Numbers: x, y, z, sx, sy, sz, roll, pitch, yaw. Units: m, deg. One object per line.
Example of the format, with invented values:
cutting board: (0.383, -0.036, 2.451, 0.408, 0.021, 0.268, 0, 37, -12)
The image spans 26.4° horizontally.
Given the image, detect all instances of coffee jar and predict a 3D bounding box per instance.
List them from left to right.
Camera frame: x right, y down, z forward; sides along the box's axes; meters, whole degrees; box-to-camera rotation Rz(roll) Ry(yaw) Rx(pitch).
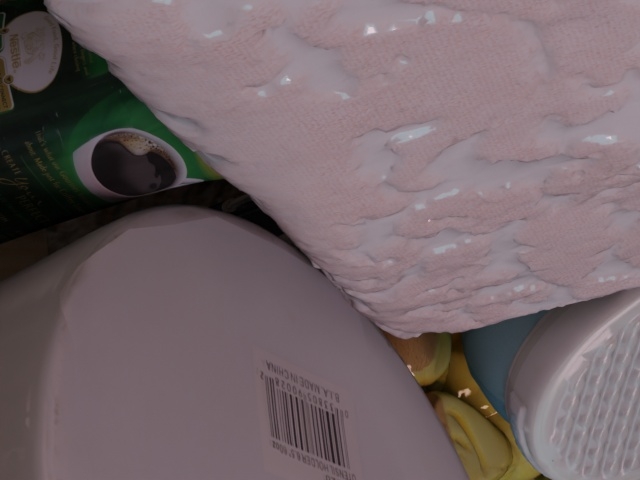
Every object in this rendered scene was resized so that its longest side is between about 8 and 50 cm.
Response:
coffee jar: (-0.091, -0.055, 0.526, 0.184, 0.079, 0.096, -15, 152, 7)

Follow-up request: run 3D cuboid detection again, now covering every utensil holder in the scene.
utensil holder: (-0.147, 0.203, 0.593, 0.385, 0.327, 0.327, -28, 151, 26)

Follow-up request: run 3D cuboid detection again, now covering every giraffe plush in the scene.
giraffe plush: (0.046, 0.093, 0.810, 0.170, 0.181, 0.210, -17, 140, 37)

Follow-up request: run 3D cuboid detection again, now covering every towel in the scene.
towel: (0.120, -0.056, 0.443, 0.317, 0.053, 0.332, -14, 156, 14)

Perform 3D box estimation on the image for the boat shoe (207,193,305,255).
boat shoe: (0.000, 0.000, 0.673, 0.254, 0.079, 0.095, -25, 136, 21)

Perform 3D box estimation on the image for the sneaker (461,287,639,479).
sneaker: (0.221, -0.035, 0.681, 0.366, 0.150, 0.135, -32, 123, -5)

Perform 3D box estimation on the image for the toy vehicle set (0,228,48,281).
toy vehicle set: (-0.287, 0.041, 0.687, 0.267, 0.035, 0.166, 2, 151, -28)
